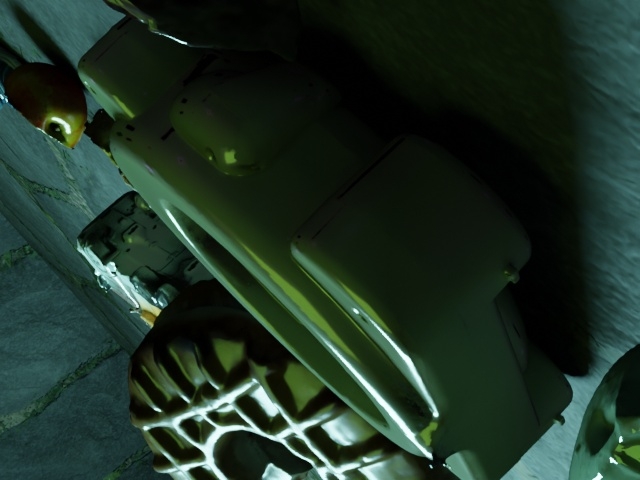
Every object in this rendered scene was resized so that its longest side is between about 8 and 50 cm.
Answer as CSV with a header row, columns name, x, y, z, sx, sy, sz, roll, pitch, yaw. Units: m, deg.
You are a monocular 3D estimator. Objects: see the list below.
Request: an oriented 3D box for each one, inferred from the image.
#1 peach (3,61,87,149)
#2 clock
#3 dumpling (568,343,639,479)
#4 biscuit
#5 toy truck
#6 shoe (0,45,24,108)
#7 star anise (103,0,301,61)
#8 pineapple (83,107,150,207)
name,x,y,z,sx,sy,sz,roll,pitch,yaw
peach,-0.269,-0.142,1.233,0.098,0.061,0.098,47,-171,-10
clock,0.000,0.000,0.746,0.309,0.114,0.284,40,171,31
dumpling,0.187,0.095,0.552,0.219,0.153,0.108,41,-138,-68
biscuit,-0.039,0.154,1.098,0.366,0.115,0.268,-22,112,48
toy truck,-0.143,0.044,1.306,0.270,0.114,0.135,28,153,45
shoe,-0.365,-0.175,1.395,0.143,0.071,0.064,34,164,22
star anise,-0.119,-0.180,0.586,0.283,0.129,0.212,38,173,-5
pineapple,-0.158,-0.075,1.090,0.116,0.069,0.137,43,168,8
